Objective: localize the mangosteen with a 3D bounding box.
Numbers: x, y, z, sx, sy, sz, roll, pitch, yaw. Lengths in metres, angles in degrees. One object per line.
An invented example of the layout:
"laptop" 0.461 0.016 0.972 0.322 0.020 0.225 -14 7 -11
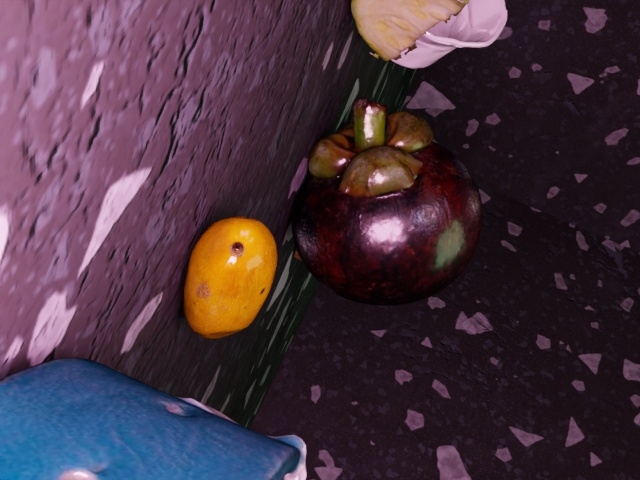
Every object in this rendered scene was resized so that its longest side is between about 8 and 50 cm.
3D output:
"mangosteen" 0.106 -0.052 1.172 0.300 0.300 0.300 24 90 -86

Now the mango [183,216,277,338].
"mango" -0.084 0.039 0.684 0.098 0.075 0.190 -58 179 -26

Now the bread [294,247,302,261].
"bread" 0.000 0.000 1.503 0.109 0.080 0.084 109 2 -70

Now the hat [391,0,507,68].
"hat" 0.149 -0.322 1.082 0.126 0.203 0.203 -42 -161 58

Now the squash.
"squash" 0.134 -0.370 0.895 0.288 0.111 0.203 -62 -165 -16

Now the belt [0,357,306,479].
"belt" -0.136 0.226 0.343 0.436 0.173 0.300 -55 165 -72
